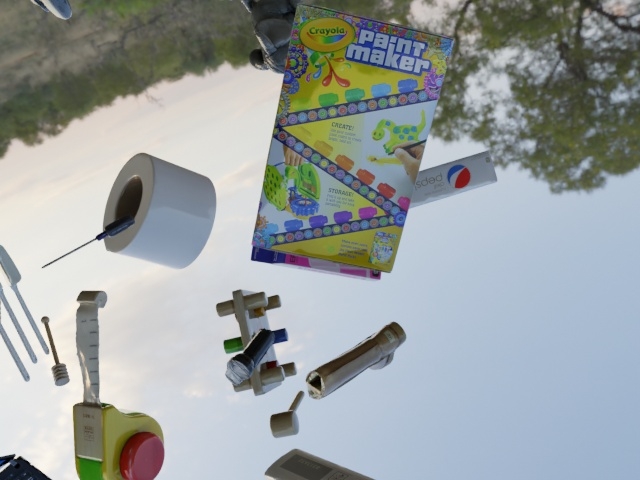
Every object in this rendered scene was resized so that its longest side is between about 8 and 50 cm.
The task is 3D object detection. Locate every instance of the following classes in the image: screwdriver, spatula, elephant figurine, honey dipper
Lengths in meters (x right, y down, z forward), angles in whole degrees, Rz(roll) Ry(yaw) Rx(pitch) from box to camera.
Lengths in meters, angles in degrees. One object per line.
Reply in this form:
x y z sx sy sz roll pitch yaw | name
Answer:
-0.392 0.005 1.100 0.170 0.024 0.025 -33 160 -10 | screwdriver
-0.581 0.134 1.226 0.019 0.242 0.168 -22 -166 0 | spatula
-0.103 -0.484 1.604 0.186 0.169 0.240 -5 -121 27 | elephant figurine
-0.538 0.217 1.308 0.030 0.030 0.161 -25 -120 -8 | honey dipper

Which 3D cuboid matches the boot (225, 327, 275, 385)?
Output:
-0.114 0.190 1.100 0.099 0.045 0.121 -49 176 -29 | boot

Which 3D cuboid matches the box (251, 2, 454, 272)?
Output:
0.029 -0.151 0.855 0.177 0.279 0.290 11 -162 -5 | box

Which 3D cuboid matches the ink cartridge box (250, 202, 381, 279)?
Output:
0.000 0.000 1.822 0.370 0.176 0.069 10 169 -12 | ink cartridge box

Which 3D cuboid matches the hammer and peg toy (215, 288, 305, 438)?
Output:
-0.144 0.303 1.624 0.127 0.362 0.266 -14 172 5 | hammer and peg toy

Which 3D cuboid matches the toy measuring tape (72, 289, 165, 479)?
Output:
-0.273 0.228 0.888 0.121 0.330 0.121 -2 -178 0 | toy measuring tape

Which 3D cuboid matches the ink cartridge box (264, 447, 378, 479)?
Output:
0.045 0.327 0.625 0.056 0.225 0.181 -25 -162 -40 | ink cartridge box

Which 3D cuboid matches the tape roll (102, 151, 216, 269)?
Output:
-0.381 -0.066 1.537 0.169 0.246 0.246 18 171 -39 | tape roll

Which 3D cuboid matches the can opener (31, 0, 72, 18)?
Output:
-0.586 -0.543 1.266 0.093 0.280 0.074 23 -97 23 | can opener

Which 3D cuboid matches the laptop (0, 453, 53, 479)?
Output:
-0.474 0.419 0.869 0.234 0.264 0.136 -40 -156 -4 | laptop

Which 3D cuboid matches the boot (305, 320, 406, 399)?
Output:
0.074 0.322 1.669 0.269 0.089 0.236 -28 156 -29 | boot

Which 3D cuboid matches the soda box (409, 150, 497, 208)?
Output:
0.241 -0.118 1.319 0.216 0.069 0.074 -18 -177 -1 | soda box
